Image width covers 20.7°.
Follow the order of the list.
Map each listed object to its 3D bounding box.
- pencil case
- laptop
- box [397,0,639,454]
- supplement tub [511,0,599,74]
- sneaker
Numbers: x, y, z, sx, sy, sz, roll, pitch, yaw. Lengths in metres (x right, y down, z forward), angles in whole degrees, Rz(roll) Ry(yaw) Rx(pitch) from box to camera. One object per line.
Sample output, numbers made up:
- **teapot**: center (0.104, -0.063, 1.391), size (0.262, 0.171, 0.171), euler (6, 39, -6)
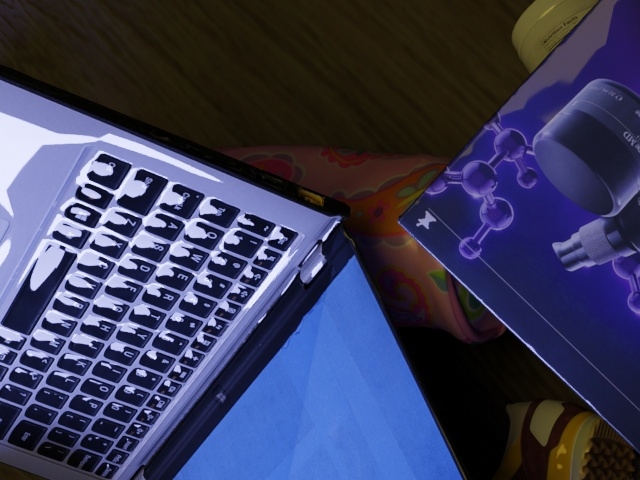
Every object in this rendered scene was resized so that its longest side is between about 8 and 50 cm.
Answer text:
- **pencil case**: center (0.000, 0.000, 1.116), size (0.284, 0.124, 0.124), euler (3, 87, 37)
- **laptop**: center (-0.128, 0.146, 1.049), size (0.382, 0.407, 0.236), euler (-52, 21, 47)
- **box**: center (0.201, 0.007, 0.914), size (0.261, 0.103, 0.184), euler (43, 116, 4)
- **supplement tub**: center (0.167, -0.094, 1.027), size (0.071, 0.071, 0.107), euler (-43, 62, 25)
- **sneaker**: center (0.129, 0.187, 1.036), size (0.084, 0.069, 0.186), euler (10, 85, 45)
